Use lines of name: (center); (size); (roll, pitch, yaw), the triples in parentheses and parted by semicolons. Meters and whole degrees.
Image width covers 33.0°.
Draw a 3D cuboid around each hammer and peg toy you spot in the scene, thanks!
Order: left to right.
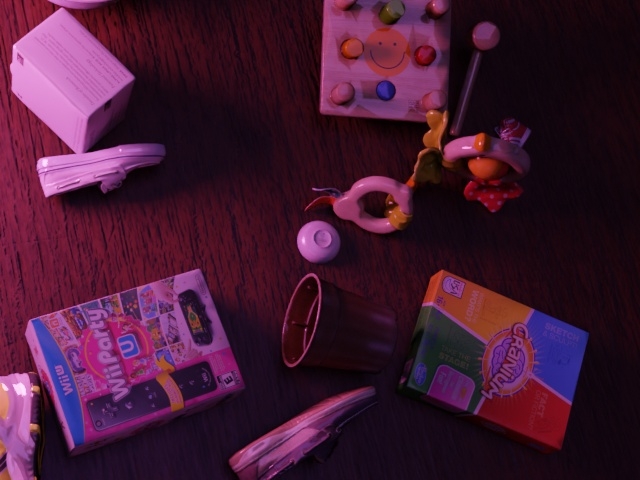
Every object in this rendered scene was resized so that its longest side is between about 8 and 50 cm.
hammer and peg toy: (0.179, -0.349, 2.086); (0.361, 0.127, 0.266); (4, 87, -12)

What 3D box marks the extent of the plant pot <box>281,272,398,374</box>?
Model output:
plant pot: (0.038, 0.157, 1.903); (0.165, 0.167, 0.167); (15, 69, -20)

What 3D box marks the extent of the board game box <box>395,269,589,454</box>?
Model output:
board game box: (0.323, 0.226, 2.010); (0.316, 0.064, 0.242); (23, 67, -9)

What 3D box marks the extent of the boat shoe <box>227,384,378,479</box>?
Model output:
boat shoe: (-0.018, 0.342, 1.854); (0.285, 0.103, 0.092); (-26, 87, -19)

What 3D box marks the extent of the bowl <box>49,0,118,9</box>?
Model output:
bowl: (-0.445, -0.539, 1.992); (0.297, 0.134, 0.298); (5, 70, -15)

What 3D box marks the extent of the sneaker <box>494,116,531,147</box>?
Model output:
sneaker: (0.374, -0.200, 2.177); (0.067, 0.042, 0.118); (38, 58, -6)

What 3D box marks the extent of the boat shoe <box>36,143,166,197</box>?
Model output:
boat shoe: (-0.383, -0.120, 1.912); (0.226, 0.083, 0.076); (-10, 87, -8)

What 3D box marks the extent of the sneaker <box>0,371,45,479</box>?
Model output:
sneaker: (-0.507, 0.398, 1.676); (0.147, 0.145, 0.385); (0, 62, -9)

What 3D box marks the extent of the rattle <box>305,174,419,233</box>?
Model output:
rattle: (0.082, -0.099, 2.044); (0.199, 0.130, 0.143); (4, 57, 12)

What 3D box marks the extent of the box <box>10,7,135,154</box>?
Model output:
box: (-0.434, -0.272, 1.881); (0.182, 0.181, 0.119); (44, 67, 0)

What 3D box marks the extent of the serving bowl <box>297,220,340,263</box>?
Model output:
serving bowl: (0.000, 0.000, 2.007); (0.083, 0.027, 0.083); (5, 70, -15)

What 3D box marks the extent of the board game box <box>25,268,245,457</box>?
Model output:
board game box: (-0.308, 0.202, 1.801); (0.303, 0.097, 0.224); (-17, 77, -25)

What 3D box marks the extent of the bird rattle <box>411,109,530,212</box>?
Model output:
bird rattle: (0.300, -0.136, 2.030); (0.253, 0.207, 0.143); (30, 69, -26)
